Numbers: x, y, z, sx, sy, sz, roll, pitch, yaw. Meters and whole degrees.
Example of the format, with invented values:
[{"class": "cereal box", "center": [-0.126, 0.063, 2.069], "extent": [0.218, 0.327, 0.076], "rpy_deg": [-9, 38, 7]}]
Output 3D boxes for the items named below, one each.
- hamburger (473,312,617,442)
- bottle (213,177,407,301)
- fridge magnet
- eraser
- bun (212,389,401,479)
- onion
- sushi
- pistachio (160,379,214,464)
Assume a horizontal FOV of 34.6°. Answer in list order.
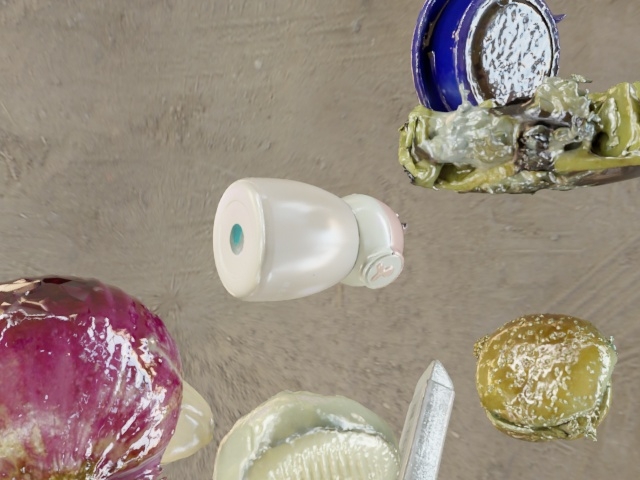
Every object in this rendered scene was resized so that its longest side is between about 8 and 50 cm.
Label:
[{"class": "hamburger", "center": [0.310, 0.188, 1.462], "extent": [0.189, 0.215, 0.122], "rpy_deg": [-60, 141, -32]}, {"class": "bottle", "center": [0.000, 0.000, 1.268], "extent": [0.236, 0.147, 0.148], "rpy_deg": [1, 86, -30]}, {"class": "fridge magnet", "center": [0.238, -0.258, 1.441], "extent": [0.265, 0.112, 0.266], "rpy_deg": [-5, 100, -34]}, {"class": "eraser", "center": [0.171, 0.353, 1.752], "extent": [0.061, 0.089, 0.352], "rpy_deg": [27, 41, -3]}, {"class": "bun", "center": [-0.026, 0.318, 1.472], "extent": [0.287, 0.146, 0.287], "rpy_deg": [-11, 127, -15]}, {"class": "onion", "center": [-0.261, 0.143, 0.924], "extent": [0.256, 0.272, 0.231], "rpy_deg": [-12, 123, -46]}, {"class": "sushi", "center": [0.231, -0.129, 1.152], "extent": [0.290, 0.131, 0.139], "rpy_deg": [-5, 64, 20]}, {"class": "pistachio", "center": [-0.244, 0.233, 1.395], "extent": [0.200, 0.117, 0.145], "rpy_deg": [6, 73, -3]}]
